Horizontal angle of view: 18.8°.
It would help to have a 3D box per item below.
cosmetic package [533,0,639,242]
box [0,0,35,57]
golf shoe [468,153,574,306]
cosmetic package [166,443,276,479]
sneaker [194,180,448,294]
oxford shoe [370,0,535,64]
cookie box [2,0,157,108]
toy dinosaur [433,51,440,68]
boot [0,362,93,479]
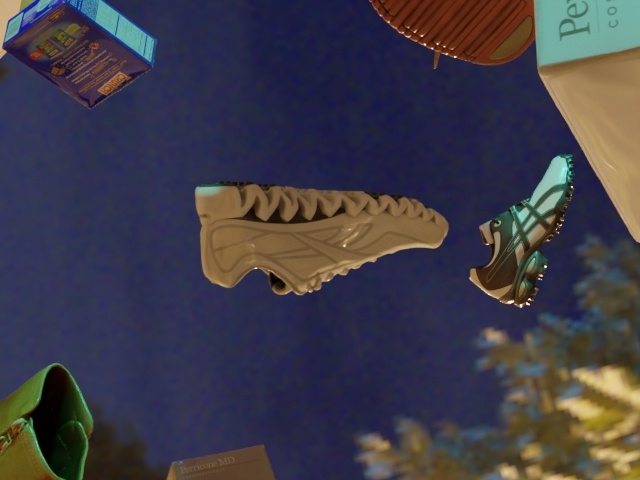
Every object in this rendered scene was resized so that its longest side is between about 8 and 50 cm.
[{"bbox_3d":[0.425,-0.241,1.787,0.327,0.393,0.329,49,35,-52],"label":"cosmetic package"},{"bbox_3d":[-0.326,-0.270,1.962,0.058,0.232,0.322,44,2,1],"label":"box"},{"bbox_3d":[0.242,-0.022,2.309,0.077,0.094,0.198,83,29,-74],"label":"golf shoe"},{"bbox_3d":[-0.097,0.375,2.318,0.107,0.127,0.238,114,-40,-56],"label":"cosmetic package"},{"bbox_3d":[0.000,0.000,2.081,0.110,0.292,0.118,-179,-89,-66],"label":"sneaker"},{"bbox_3d":[0.072,-0.336,2.034,0.140,0.397,0.146,-44,-157,21],"label":"oxford shoe"},{"bbox_3d":[-0.218,-0.178,1.758,0.092,0.107,0.040,-29,-141,35],"label":"cookie box"},{"bbox_3d":[0.191,-0.290,2.125,0.112,0.211,0.064,67,12,13],"label":"toy dinosaur"},{"bbox_3d":[-0.294,0.180,1.742,0.211,0.104,0.295,-49,-143,19],"label":"boot"}]
